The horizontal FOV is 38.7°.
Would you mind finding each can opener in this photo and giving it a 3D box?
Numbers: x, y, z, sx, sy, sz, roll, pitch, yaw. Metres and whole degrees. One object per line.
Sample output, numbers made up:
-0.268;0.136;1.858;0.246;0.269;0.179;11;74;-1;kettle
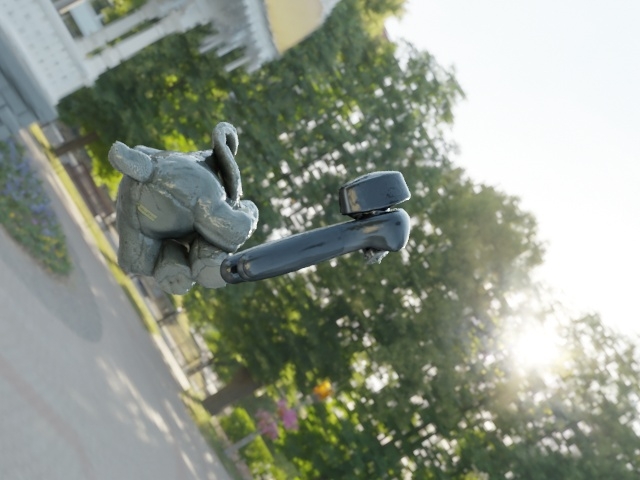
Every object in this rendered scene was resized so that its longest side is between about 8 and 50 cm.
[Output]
0.000;0.000;0.738;0.059;0.186;0.073;-28;-95;59;can opener

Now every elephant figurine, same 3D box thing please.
-0.150;-0.059;1.068;0.239;0.170;0.186;-79;-171;-57;elephant figurine
